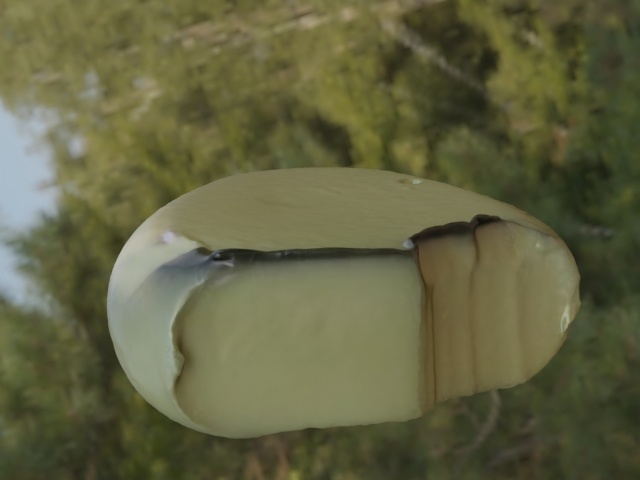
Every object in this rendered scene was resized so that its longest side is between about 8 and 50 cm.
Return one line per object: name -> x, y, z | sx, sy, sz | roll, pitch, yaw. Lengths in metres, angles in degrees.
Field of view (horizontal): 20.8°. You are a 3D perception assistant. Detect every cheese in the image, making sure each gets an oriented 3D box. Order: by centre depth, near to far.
cheese -> 0.000, 0.000, 0.548 | 0.255, 0.127, 0.050 | -113, 20, -77
